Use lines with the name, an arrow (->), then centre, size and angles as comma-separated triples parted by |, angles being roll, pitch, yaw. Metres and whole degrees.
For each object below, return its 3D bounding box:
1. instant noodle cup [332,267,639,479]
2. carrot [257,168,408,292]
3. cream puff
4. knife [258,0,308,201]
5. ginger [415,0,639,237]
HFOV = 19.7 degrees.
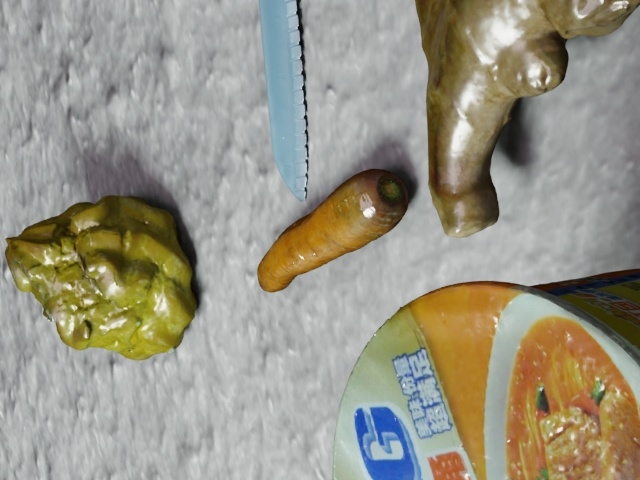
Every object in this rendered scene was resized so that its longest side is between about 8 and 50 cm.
instant noodle cup -> 0.179, 0.137, 1.002 | 0.296, 0.214, 0.296 | 20, 117, 45
carrot -> 0.000, 0.000, 1.308 | 0.191, 0.047, 0.047 | -36, 75, 51
cream puff -> -0.178, 0.031, 1.475 | 0.146, 0.116, 0.146 | 16, 111, 48
knife -> -0.032, -0.180, 1.310 | 0.044, 0.019, 0.313 | 11, 112, 45
ginger -> 0.122, -0.164, 1.084 | 0.333, 0.080, 0.166 | 113, 143, -46
